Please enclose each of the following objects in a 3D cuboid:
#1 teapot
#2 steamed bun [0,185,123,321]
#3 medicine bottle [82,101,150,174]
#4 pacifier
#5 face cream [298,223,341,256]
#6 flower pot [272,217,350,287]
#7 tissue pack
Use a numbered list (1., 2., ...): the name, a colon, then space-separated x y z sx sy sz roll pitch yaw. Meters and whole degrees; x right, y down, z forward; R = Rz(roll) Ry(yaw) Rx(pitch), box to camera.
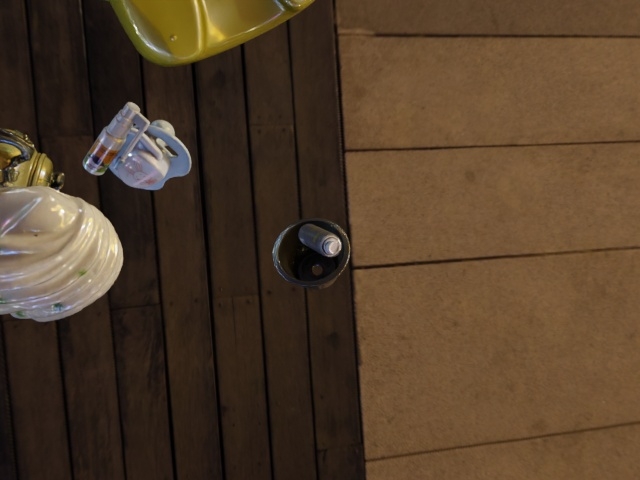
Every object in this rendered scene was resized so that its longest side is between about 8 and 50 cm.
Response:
1. teapot: -0.644 -0.149 1.190 0.182 0.269 0.173 15 60 -23
2. steamed bun: -0.305 0.025 0.592 0.182 0.183 0.106 6 54 -11
3. medicine bottle: -0.519 -0.249 1.420 0.092 0.061 0.220 45 117 -1
4. pacifier: -0.507 -0.276 1.646 0.238 0.287 0.226 43 40 -29
5. face cream: 0.000 0.000 1.749 0.073 0.283 0.073 -3 100 -17
6. flower pot: -0.020 0.070 1.946 0.268 0.166 0.269 -5 59 9
7. tissue pack: -0.095 -0.233 0.482 0.178 0.127 0.123 -29 124 -8
